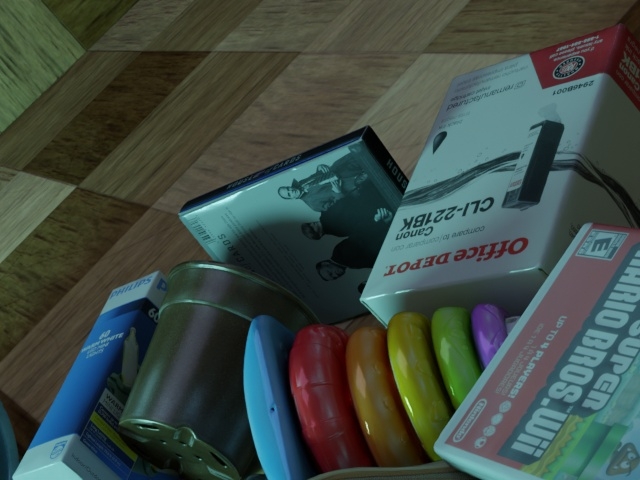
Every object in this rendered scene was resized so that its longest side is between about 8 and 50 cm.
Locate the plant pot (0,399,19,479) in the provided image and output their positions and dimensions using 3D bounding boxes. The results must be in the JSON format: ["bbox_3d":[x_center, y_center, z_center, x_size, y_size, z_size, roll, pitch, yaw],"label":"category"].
[{"bbox_3d":[-0.570,0.288,1.468,0.334,0.341,0.341,-29,27,39],"label":"plant pot"}]

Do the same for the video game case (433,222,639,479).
[{"bbox_3d":[0.213,0.084,0.807,0.204,0.025,0.285,-53,29,-16],"label":"video game case"}]

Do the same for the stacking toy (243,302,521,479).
[{"bbox_3d":[0.110,0.104,0.994,0.301,0.166,0.175,-23,60,14],"label":"stacking toy"}]

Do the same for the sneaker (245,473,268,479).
[{"bbox_3d":[-0.064,0.247,1.125,0.188,0.067,0.078,-35,4,15],"label":"sneaker"}]

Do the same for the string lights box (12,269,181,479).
[{"bbox_3d":[-0.189,0.169,1.323,0.076,0.133,0.260,-23,31,34],"label":"string lights box"}]

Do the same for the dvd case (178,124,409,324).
[{"bbox_3d":[0.000,0.000,1.285,0.238,0.179,0.030,-19,28,37],"label":"dvd case"}]

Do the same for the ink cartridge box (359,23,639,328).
[{"bbox_3d":[0.176,-0.033,1.142,0.197,0.114,0.273,-13,43,45],"label":"ink cartridge box"}]

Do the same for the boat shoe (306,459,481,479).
[{"bbox_3d":[0.044,0.187,0.891,0.190,0.068,0.072,-15,7,-5],"label":"boat shoe"}]

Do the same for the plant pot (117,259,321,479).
[{"bbox_3d":[-0.103,0.132,1.251,0.167,0.167,0.165,-11,45,47],"label":"plant pot"}]
